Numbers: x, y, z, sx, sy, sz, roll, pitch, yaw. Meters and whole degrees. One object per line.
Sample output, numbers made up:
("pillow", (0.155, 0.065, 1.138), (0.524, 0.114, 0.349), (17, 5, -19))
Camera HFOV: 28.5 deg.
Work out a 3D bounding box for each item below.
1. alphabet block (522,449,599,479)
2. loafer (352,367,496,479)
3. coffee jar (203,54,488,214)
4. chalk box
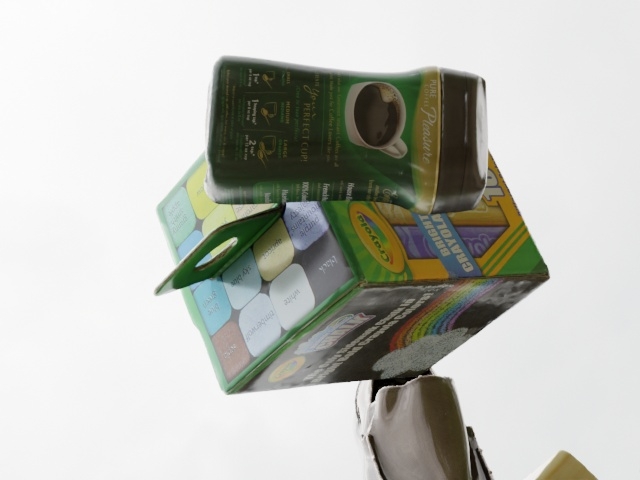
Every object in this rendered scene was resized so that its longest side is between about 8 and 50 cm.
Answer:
("alphabet block", (0.261, 0.399, 1.463), (0.193, 0.192, 0.197), (44, -128, 8))
("loafer", (0.099, 0.213, 1.373), (0.134, 0.366, 0.130), (-5, -71, -11))
("coffee jar", (0.018, -0.068, 0.829), (0.185, 0.079, 0.096), (3, -109, -1))
("chalk box", (0.000, 0.000, 0.982), (0.289, 0.179, 0.180), (2, -33, -44))
